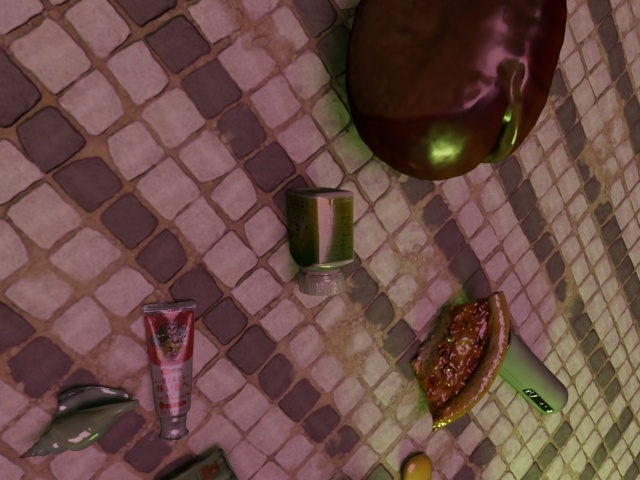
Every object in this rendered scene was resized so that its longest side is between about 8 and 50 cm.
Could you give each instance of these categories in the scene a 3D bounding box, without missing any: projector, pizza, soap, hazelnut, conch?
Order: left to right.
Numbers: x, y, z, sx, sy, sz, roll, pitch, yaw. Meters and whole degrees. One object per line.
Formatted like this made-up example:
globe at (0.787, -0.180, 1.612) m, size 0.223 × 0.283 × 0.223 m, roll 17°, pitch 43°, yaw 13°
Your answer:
conch at (-0.389, 0.291, 0.725) m, size 0.180 × 0.088 × 0.065 m, roll -25°, pitch 153°, yaw -29°
soap at (0.242, 0.612, 1.121) m, size 0.089 × 0.033 × 0.169 m, roll -7°, pitch 102°, yaw -24°
hazelnut at (0.234, -0.308, 0.793) m, size 0.358 × 0.359 × 0.410 m, roll 4°, pitch 105°, yaw -28°
pizza at (0.327, 0.273, 1.055) m, size 0.182 × 0.074 × 0.366 m, roll 32°, pitch 92°, yaw 2°
projector at (0.531, 0.339, 1.187) m, size 0.337 × 0.108 × 0.108 m, roll 42°, pitch 79°, yaw -27°

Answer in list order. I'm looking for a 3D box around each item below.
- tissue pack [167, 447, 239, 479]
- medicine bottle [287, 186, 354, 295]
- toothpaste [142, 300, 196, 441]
tissue pack at (-0.261, 0.558, 0.792) m, size 0.310 × 0.128 × 0.228 m, roll -27°, pitch 112°, yaw -21°
medicine bottle at (0.000, 0.000, 0.833) m, size 0.088 × 0.132 × 0.189 m, roll -7°, pitch 102°, yaw -27°
toothpaste at (-0.260, 0.225, 0.785) m, size 0.089 × 0.057 × 0.235 m, roll -2°, pitch 92°, yaw -26°
